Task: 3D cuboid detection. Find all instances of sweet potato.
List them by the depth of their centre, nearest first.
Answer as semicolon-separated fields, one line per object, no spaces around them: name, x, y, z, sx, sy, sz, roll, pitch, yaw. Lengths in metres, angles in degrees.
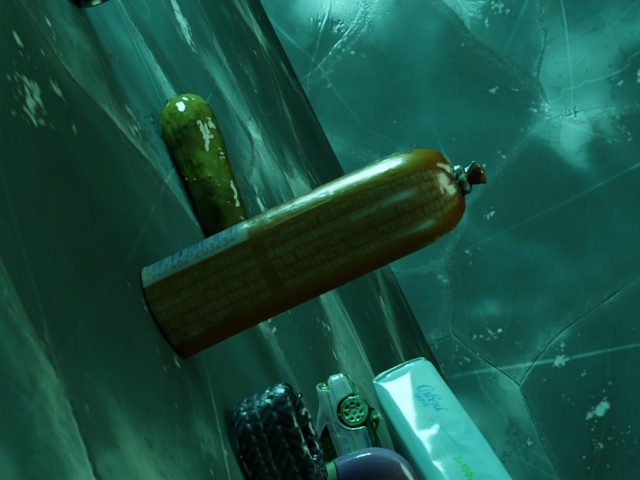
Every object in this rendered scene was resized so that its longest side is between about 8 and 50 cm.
sweet potato;-0.123;-0.066;1.589;0.081;0.062;0.233;34;34;-78

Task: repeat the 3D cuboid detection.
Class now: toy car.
toy car;0.046;0.262;1.569;0.090;0.076;0.224;55;16;-72

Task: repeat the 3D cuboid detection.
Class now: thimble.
thimble;-0.037;0.188;1.288;0.104;0.066;0.095;-106;169;-52

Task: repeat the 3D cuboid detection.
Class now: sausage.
sausage;0.000;0.000;1.234;0.093;0.312;0.093;-90;154;-76

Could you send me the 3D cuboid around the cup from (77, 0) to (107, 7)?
cup;-0.239;-0.306;1.489;0.077;0.078;0.100;60;-30;1

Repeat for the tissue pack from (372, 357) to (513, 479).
tissue pack;0.155;0.269;1.496;0.263;0.089;0.177;-121;-171;-50

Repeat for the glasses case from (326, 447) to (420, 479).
glasses case;0.090;0.353;1.376;0.316;0.123;0.076;63;13;-6
